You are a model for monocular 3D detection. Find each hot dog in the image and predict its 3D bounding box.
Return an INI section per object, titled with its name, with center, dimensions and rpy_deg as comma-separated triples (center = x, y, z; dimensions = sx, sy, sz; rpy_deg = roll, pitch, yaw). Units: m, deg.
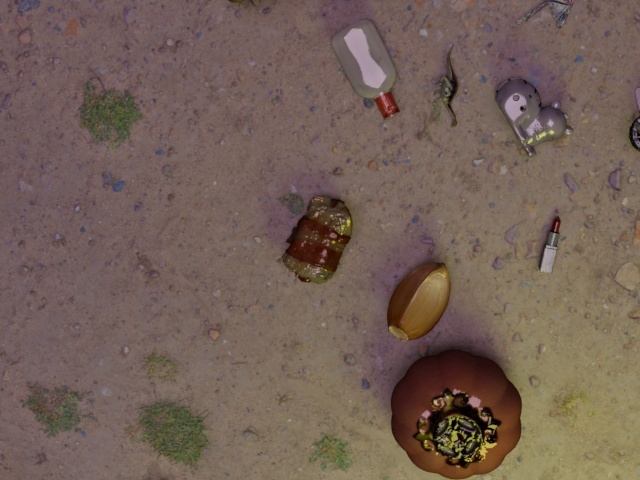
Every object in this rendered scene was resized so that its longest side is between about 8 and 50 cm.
[hot dog]
center = 0.000, 0.000, 1.889
dimensions = 0.146, 0.103, 0.213
rpy_deg = 33, 95, 24

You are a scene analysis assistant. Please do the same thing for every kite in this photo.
[kite]
center = 0.490, -0.520, 1.753
dimensions = 0.153, 0.005, 0.137
rpy_deg = -24, 93, 13

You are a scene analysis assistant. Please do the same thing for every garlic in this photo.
[garlic]
center = 0.229, 0.129, 1.869
dimensions = 0.115, 0.128, 0.206
rpy_deg = 39, 105, 46

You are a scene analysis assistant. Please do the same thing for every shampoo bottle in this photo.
[shampoo bottle]
center = 0.114, -0.379, 1.818
dimensions = 0.108, 0.051, 0.221
rpy_deg = -26, 95, 11

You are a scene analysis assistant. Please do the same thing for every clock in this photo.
[clock]
center = 0.464, -0.283, 1.764
dimensions = 0.117, 0.080, 0.176
rpy_deg = -31, 95, 14

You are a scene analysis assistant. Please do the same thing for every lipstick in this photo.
[lipstick]
center = 0.525, 0.008, 1.835
dimensions = 0.030, 0.030, 0.129
rpy_deg = 11, 102, 7

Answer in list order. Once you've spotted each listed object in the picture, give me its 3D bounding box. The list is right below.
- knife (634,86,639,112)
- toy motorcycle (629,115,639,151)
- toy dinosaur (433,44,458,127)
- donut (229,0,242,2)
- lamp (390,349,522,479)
[knife]
center = 0.754, -0.227, 1.762
dimensions = 0.072, 0.019, 0.245
rpy_deg = -22, 93, 15
[toy motorcycle]
center = 0.791, -0.285, 1.697
dimensions = 0.171, 0.089, 0.298
rpy_deg = 39, 95, 3
[toy dinosaur]
center = 0.279, -0.344, 1.807
dimensions = 0.058, 0.037, 0.180
rpy_deg = -5, 108, -14
[donut]
center = -0.155, -0.678, 1.700
dimensions = 0.160, 0.330, 0.330
rpy_deg = -17, 99, -16
[lamp]
center = 0.307, 0.403, 1.837
dimensions = 0.305, 0.239, 0.305
rpy_deg = 1, 100, 9
